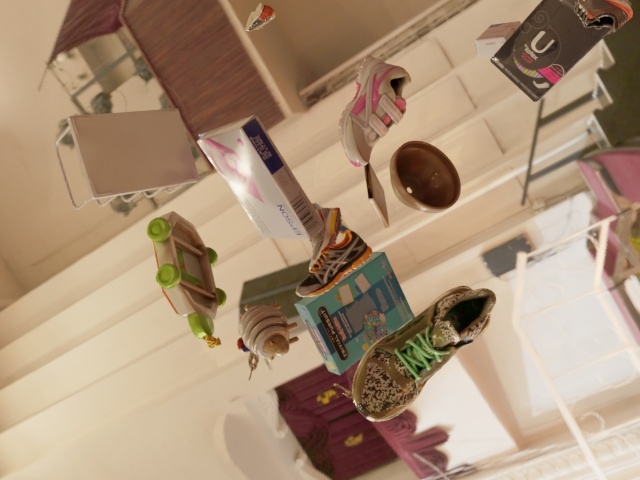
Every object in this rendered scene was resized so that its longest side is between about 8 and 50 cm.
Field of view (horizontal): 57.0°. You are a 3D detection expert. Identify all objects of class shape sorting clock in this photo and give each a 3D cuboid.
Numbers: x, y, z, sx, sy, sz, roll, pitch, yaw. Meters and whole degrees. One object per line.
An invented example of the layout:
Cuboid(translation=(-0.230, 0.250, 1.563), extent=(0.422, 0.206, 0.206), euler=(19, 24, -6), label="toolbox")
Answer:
Cuboid(translation=(0.039, -0.079, 2.326), extent=(0.206, 0.040, 0.206), euler=(34, -168, -8), label="shape sorting clock")

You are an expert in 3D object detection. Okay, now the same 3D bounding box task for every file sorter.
Cuboid(translation=(-0.484, -0.197, 1.463), extent=(0.278, 0.173, 0.192), euler=(-16, -92, -42), label="file sorter")

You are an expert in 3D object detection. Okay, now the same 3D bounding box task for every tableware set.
Cuboid(translation=(0.119, 0.508, 1.889), extent=(0.169, 0.020, 0.141), euler=(33, 169, -16), label="tableware set")

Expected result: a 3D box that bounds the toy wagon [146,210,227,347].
Cuboid(translation=(-0.315, 0.100, 1.428), extent=(0.267, 0.068, 0.344), euler=(46, -155, -66), label="toy wagon")

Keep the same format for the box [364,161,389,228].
Cuboid(translation=(0.194, -0.158, 2.036), extent=(0.201, 0.021, 0.164), euler=(53, -153, -54), label="box")

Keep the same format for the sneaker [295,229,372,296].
Cuboid(translation=(0.022, 0.057, 1.418), extent=(0.083, 0.215, 0.084), euler=(57, 163, -17), label="sneaker")

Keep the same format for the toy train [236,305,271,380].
Cuboid(translation=(-0.187, 0.343, 1.852), extent=(0.143, 0.105, 0.248), euler=(56, -150, -51), label="toy train")

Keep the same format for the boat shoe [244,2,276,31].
Cuboid(translation=(-0.154, -0.557, 1.490), extent=(0.043, 0.137, 0.049), euler=(15, -98, -25), label="boat shoe")

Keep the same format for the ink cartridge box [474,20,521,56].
Cuboid(translation=(0.499, -0.563, 1.649), extent=(0.122, 0.089, 0.052), euler=(-46, -51, -38), label="ink cartridge box")

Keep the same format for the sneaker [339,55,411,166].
Cuboid(translation=(0.122, -0.279, 1.270), extent=(0.103, 0.111, 0.252), euler=(25, -101, -56), label="sneaker")

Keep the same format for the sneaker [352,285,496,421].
Cuboid(translation=(0.230, 0.222, 1.282), extent=(0.158, 0.410, 0.182), euler=(45, 160, 12), label="sneaker")

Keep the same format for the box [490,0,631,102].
Cuboid(translation=(0.574, -0.499, 1.425), extent=(0.165, 0.270, 0.143), euler=(43, -134, 3), label="box")

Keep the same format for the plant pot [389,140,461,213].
Cuboid(translation=(0.297, -0.174, 1.784), extent=(0.237, 0.110, 0.237), euler=(12, -119, -21), label="plant pot")

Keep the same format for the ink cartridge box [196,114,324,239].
Cuboid(translation=(-0.178, -0.145, 1.522), extent=(0.071, 0.330, 0.324), euler=(-45, -66, -28), label="ink cartridge box")

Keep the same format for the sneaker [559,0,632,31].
Cuboid(translation=(0.562, -0.481, 1.231), extent=(0.158, 0.065, 0.061), euler=(35, 176, 32), label="sneaker")

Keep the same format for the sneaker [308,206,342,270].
Cuboid(translation=(0.000, 0.000, 1.767), extent=(0.088, 0.093, 0.225), euler=(73, -153, -54), label="sneaker")

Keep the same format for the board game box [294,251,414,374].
Cuboid(translation=(0.116, 0.226, 1.894), extent=(0.079, 0.336, 0.253), euler=(-2, 117, 61), label="board game box")

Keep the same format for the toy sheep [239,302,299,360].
Cuboid(translation=(-0.093, 0.150, 0.998), extent=(0.091, 0.091, 0.132), euler=(42, 178, -43), label="toy sheep")
